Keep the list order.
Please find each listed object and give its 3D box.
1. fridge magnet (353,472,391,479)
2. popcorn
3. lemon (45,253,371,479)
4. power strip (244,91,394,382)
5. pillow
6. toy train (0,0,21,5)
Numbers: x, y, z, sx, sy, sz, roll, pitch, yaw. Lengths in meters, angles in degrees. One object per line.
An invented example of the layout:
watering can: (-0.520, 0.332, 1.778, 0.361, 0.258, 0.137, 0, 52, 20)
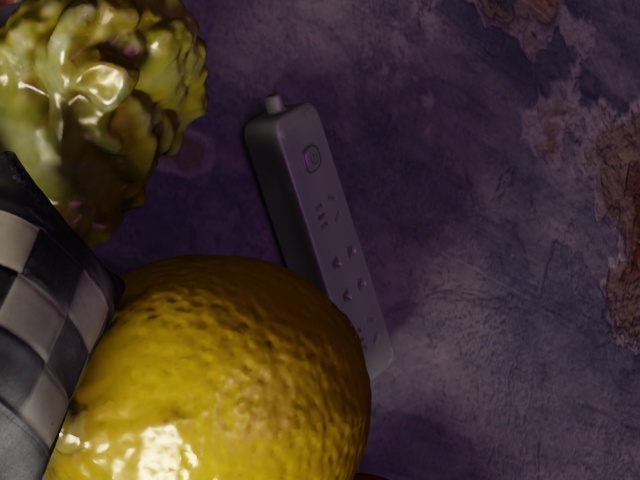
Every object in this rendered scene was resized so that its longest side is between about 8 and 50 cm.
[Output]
fridge magnet: (0.026, 0.461, 1.318, 0.363, 0.155, 0.364, 2, 87, -46)
popcorn: (-0.210, -0.125, 1.057, 0.225, 0.173, 0.286, -28, 144, -54)
lemon: (-0.110, 0.166, 1.077, 0.336, 0.336, 0.336, 1, 88, -45)
power strip: (0.000, 0.000, 1.367, 0.091, 0.062, 0.385, -35, 114, -43)
pillow: (-0.244, 0.077, 0.856, 0.186, 0.106, 0.250, 61, 36, -42)
toy train: (-0.329, -0.359, 0.990, 0.221, 0.150, 0.304, -49, 124, -27)
